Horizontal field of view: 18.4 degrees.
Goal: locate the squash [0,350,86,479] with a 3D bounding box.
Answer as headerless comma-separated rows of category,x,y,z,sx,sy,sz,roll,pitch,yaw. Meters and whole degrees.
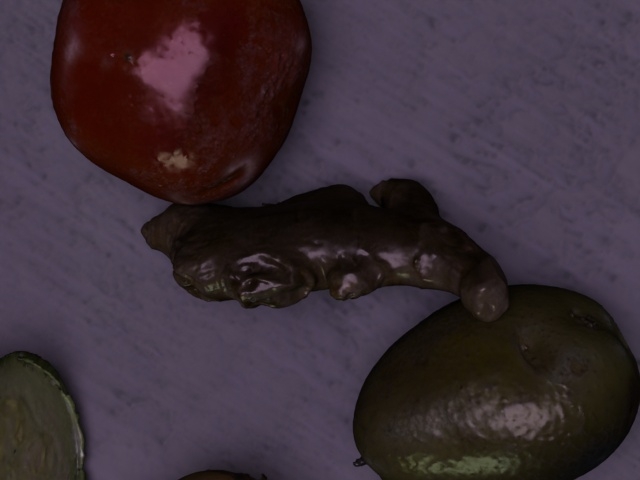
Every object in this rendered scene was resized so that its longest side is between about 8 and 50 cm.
squash,-0.303,0.202,1.713,0.133,0.220,0.220,-1,93,36

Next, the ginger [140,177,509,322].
ginger,-0.002,0.000,1.678,0.333,0.166,0.080,-3,131,15

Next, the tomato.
tomato,-0.123,-0.150,1.665,0.232,0.188,0.232,0,90,8

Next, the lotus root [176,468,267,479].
lotus root,-0.149,0.340,1.703,0.342,0.169,0.151,-48,44,7

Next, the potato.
potato,0.139,0.133,1.650,0.251,0.174,0.159,-23,116,10
